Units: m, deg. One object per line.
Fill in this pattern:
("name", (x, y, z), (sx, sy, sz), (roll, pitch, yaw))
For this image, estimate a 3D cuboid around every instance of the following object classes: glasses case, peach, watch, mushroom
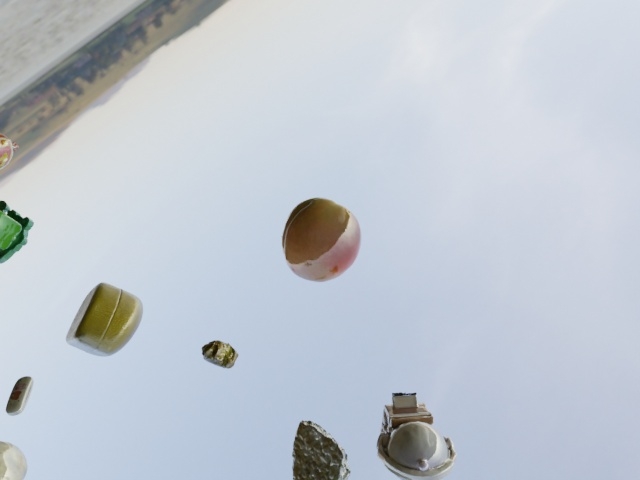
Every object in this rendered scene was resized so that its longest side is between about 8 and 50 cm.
("glasses case", (-0.545, 0.281, 1.289), (0.032, 0.021, 0.083), (-9, -141, 6))
("glasses case", (-0.546, 0.207, 1.817), (0.371, 0.141, 0.173), (-21, -134, 65))
("peach", (0.000, 0.000, 1.504), (0.184, 0.184, 0.184), (-30, -157, 14))
("watch", (-0.738, -0.036, 1.565), (0.165, 0.152, 0.131), (29, -102, 21))
("mushroom", (-0.780, 0.558, 1.711), (0.122, 0.154, 0.154), (-42, -158, 6))

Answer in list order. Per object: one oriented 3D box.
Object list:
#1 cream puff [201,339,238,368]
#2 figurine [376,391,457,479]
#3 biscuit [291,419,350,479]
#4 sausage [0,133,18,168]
("cream puff", (-0.234, 0.263, 1.659), (0.058, 0.083, 0.083), (-63, 162, -5))
("figurine", (0.191, 0.427, 1.473), (0.162, 0.141, 0.237), (0, -163, -8))
("biscuit", (0.002, 0.528, 1.634), (0.188, 0.040, 0.266), (-44, -133, 32))
("sausage", (-0.586, -0.133, 1.115), (0.083, 0.083, 0.264), (-22, -178, 31))
